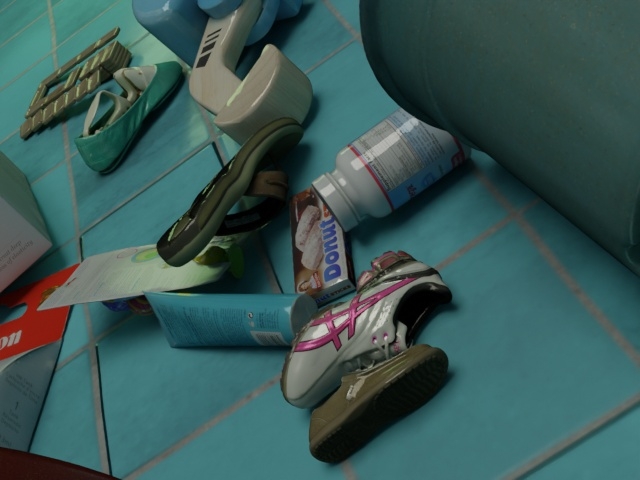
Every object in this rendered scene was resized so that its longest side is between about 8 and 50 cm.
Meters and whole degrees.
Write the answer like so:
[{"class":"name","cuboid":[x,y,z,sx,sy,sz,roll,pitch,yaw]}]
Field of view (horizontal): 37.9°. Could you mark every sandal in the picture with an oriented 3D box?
[{"class":"sandal","cuboid":[-0.092,-0.046,1.092,0.120,0.086,0.302,-42,10,37]}]

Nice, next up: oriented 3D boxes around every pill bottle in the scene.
[{"class":"pill bottle","cuboid":[0.073,-0.081,0.992,0.160,0.087,0.087,-35,36,-1]}]

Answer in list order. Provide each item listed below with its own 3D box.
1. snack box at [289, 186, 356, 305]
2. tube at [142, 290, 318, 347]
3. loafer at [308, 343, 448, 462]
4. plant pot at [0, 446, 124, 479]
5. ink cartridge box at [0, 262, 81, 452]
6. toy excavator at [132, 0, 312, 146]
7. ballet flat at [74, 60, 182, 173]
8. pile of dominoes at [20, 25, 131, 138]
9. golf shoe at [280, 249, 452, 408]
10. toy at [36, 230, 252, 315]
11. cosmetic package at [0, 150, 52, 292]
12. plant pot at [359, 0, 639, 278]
[{"class":"snack box","cuboid":[0.000,0.000,1.033,0.064,0.022,0.178,-25,38,16]},{"class":"tube","cuboid":[-0.100,0.085,0.992,0.207,0.080,0.052,-3,27,33]},{"class":"loafer","cuboid":[0.045,0.135,0.822,0.148,0.056,0.050,-36,43,4]},{"class":"plant pot","cuboid":[-0.281,0.324,0.752,0.267,0.235,0.267,-32,37,10]},{"class":"ink cartridge box","cuboid":[-0.485,0.193,1.191,0.308,0.091,0.385,-21,41,23]},{"class":"toy excavator","cuboid":[-0.148,-0.325,1.391,0.433,0.222,0.445,0,65,41]},{"class":"ballet flat","cuboid":[-0.306,-0.220,1.476,0.083,0.087,0.247,2,52,42]},{"class":"pile of dominoes","cuboid":[-0.457,-0.281,1.734,0.251,0.040,0.196,-26,38,31]},{"class":"golf shoe","cuboid":[0.040,0.088,0.866,0.186,0.067,0.086,-46,38,-9]},{"class":"toy","cuboid":[-0.200,0.051,1.113,0.237,0.056,0.137,-13,22,20]},{"class":"cosmetic package","cuboid":[-0.557,-0.035,1.411,0.217,0.156,0.385,-41,31,-3]},{"class":"plant pot","cuboid":[0.255,-0.153,0.748,0.341,0.341,0.334,-37,44,3]}]
